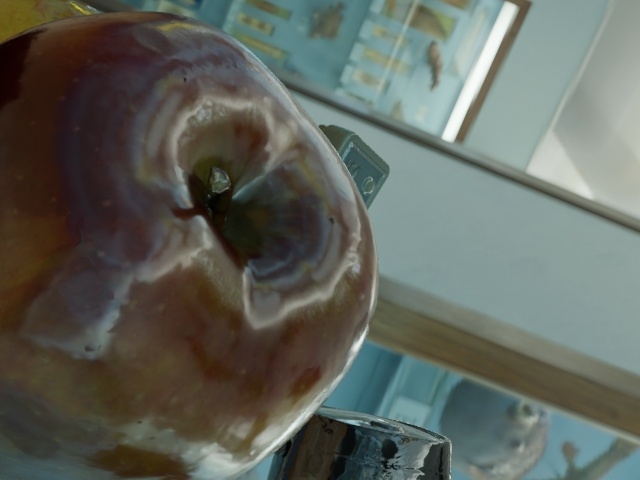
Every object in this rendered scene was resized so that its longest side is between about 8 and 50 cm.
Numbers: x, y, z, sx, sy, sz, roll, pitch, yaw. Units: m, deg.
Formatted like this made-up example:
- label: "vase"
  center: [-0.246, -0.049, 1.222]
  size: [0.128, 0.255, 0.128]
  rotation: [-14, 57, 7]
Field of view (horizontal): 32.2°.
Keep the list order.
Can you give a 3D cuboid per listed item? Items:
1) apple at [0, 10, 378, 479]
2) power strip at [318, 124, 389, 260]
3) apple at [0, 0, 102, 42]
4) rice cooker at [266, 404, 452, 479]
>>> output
- label: "apple"
  center: [-0.120, 0.018, 0.670]
  size: [0.317, 0.288, 0.288]
  rotation: [-33, -150, 43]
- label: "power strip"
  center: [0.000, 0.000, 1.183]
  size: [0.061, 0.145, 0.215]
  rotation: [27, -99, 45]
- label: "apple"
  center: [-0.330, -0.137, 1.312]
  size: [0.299, 0.299, 0.275]
  rotation: [120, -42, -50]
- label: "rice cooker"
  center: [0.046, 0.345, 1.491]
  size: [0.267, 0.267, 0.224]
  rotation: [172, -70, -82]
